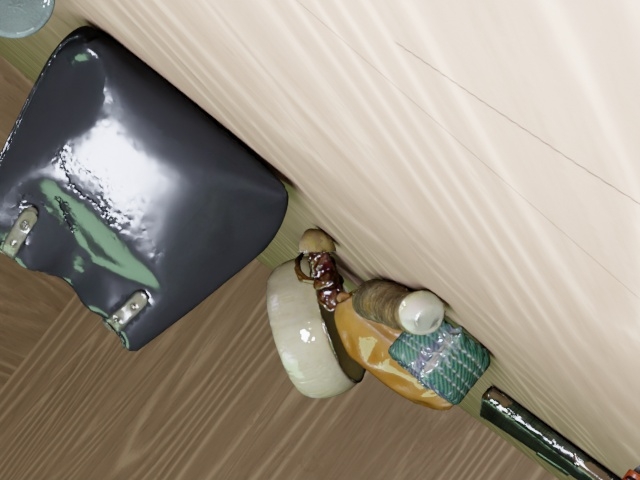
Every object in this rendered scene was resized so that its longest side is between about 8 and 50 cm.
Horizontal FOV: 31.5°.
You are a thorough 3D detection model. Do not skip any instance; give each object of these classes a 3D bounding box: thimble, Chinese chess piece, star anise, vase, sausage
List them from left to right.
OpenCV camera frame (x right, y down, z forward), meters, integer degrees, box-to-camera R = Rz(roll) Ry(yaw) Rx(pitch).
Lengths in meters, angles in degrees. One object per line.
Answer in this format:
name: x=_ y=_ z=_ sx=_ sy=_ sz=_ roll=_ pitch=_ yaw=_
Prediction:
vase: x=-0.361 y=-0.287 z=1.255 sx=0.086 sy=0.086 sz=0.214 roll=41 pitch=179 yaw=-35
Chinese chess piece: x=-0.006 y=0.149 z=1.964 sx=0.250 sy=0.103 sz=0.250 roll=-17 pitch=-90 yaw=-76
star anise: x=-0.004 y=0.048 z=1.827 sx=0.097 sy=0.070 sz=0.191 roll=63 pitch=-178 yaw=-17
sausage: x=0.119 y=0.159 z=1.711 sx=0.241 sy=0.120 sz=0.136 roll=36 pitch=161 yaw=16
thimble: x=0.162 y=0.158 z=1.549 sx=0.118 sy=0.090 sz=0.135 roll=33 pitch=173 yaw=38

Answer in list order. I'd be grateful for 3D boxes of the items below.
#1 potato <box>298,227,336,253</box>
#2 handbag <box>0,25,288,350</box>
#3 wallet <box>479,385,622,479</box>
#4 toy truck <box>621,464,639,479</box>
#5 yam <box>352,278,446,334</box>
potato: x=0.001 y=0.000 z=1.612 sx=0.037 sy=0.036 sz=0.093 roll=-3 pitch=180 yaw=20
handbag: x=-0.236 y=-0.046 z=1.359 sx=0.342 sy=0.288 sz=0.152 roll=39 pitch=180 yaw=-13
wallet: x=0.416 y=0.367 z=1.976 sx=0.317 sy=0.044 sz=0.169 roll=34 pitch=171 yaw=16
toy truck: x=0.461 y=0.393 z=1.470 sx=0.252 sy=0.114 sz=0.107 roll=40 pitch=176 yaw=-41
yam: x=0.102 y=0.087 z=1.511 sx=0.066 sy=0.066 sz=0.299 roll=38 pitch=174 yaw=-10
